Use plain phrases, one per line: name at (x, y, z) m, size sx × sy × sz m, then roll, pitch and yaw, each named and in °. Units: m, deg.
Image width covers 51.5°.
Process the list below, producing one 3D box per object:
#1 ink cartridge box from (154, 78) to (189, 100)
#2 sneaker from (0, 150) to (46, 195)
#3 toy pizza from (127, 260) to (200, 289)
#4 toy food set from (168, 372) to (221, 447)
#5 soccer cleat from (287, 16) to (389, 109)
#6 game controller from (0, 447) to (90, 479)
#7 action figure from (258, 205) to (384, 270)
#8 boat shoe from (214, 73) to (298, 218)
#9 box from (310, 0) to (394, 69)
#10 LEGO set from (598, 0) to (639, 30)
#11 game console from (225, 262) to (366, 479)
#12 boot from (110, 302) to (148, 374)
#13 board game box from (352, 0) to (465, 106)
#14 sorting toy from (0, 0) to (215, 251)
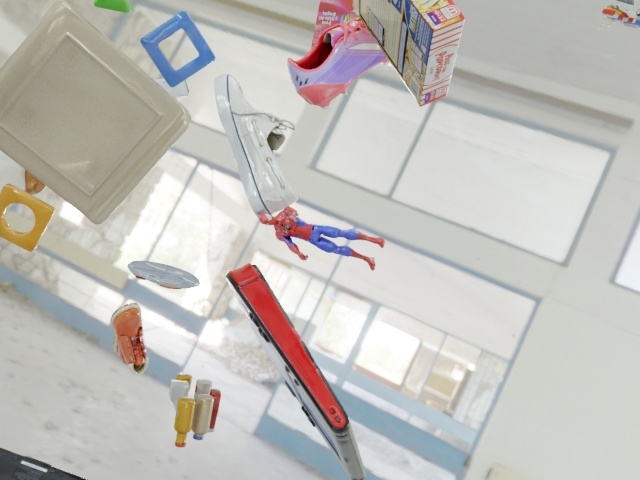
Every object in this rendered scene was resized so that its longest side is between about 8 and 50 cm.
ink cartridge box at (-0.413, -0.270, 1.340) m, size 0.224 × 0.045 × 0.223 m, roll -22°, pitch 8°, yaw -38°
sneaker at (-0.462, -0.181, 0.914) m, size 0.123 × 0.290 × 0.106 m, roll -15°, pitch -10°, yaw -44°
toy pizza at (-0.427, 0.100, 1.805) m, size 0.201 × 0.032 × 0.201 m, roll 17°, pitch 7°, yaw -2°
toy food set at (-0.297, 0.392, 1.541) m, size 0.111 × 0.105 × 0.232 m, roll 9°, pitch 2°, yaw -18°
soccer cleat at (0.059, -0.301, 0.990) m, size 0.083 × 0.248 × 0.095 m, roll 47°, pitch -4°, yaw 45°
game controller at (-0.592, 0.490, 1.303) m, size 0.319 × 0.067 × 0.166 m, roll 22°, pitch 8°, yaw -4°
action figure at (0.000, 0.000, 1.426) m, size 0.280 × 0.092 × 0.139 m, roll 18°, pitch 17°, yaw -7°
boat shoe at (-0.132, -0.244, 1.553) m, size 0.156 × 0.367 × 0.136 m, roll -21°, pitch -17°, yaw 7°
box at (0.124, -0.424, 1.369) m, size 0.256 × 0.123 × 0.128 m, roll 15°, pitch 8°, yaw 32°
LEGO set at (0.614, -0.402, 1.232) m, size 0.182 × 0.060 × 0.244 m, roll 26°, pitch 20°, yaw 19°
game console at (-0.038, 0.239, 1.154) m, size 0.342 × 0.060 × 0.387 m, roll 56°, pitch -10°, yaw 30°
boot at (-0.342, 0.181, 1.214) m, size 0.085 × 0.059 × 0.158 m, roll 51°, pitch -35°, yaw 30°
board game box at (0.104, -0.290, 0.841) m, size 0.194 × 0.045 × 0.147 m, roll 62°, pitch -10°, yaw 22°
sorting toy at (-0.278, -0.143, 0.772) m, size 0.196 × 0.348 × 0.047 m, roll 42°, pitch 10°, yaw -14°
